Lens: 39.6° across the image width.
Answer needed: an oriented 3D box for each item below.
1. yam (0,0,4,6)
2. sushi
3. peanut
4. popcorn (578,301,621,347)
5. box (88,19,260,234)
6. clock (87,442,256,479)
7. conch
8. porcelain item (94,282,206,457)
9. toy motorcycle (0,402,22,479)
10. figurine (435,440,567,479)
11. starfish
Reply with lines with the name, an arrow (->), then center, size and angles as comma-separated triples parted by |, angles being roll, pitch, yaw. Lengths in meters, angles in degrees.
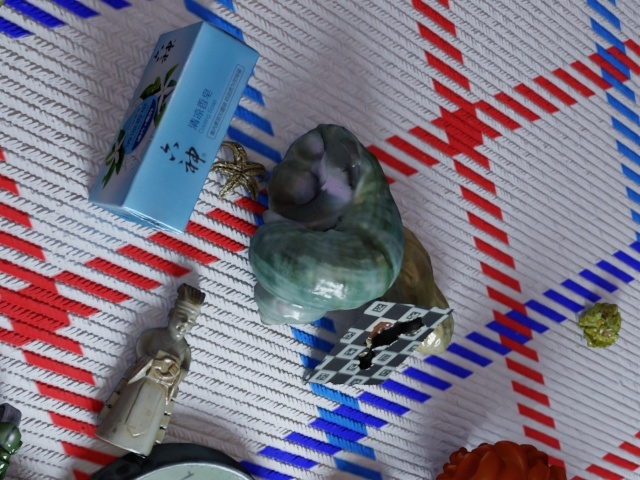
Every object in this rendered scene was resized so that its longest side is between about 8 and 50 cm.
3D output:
yam -> -0.405, -0.236, 0.916 | 0.107, 0.107, 0.194 | 44, 74, -26
sushi -> 0.071, 0.135, 1.218 | 0.139, 0.201, 0.031 | 8, 46, -33
peanut -> 0.127, 0.071, 1.255 | 0.090, 0.099, 0.214 | -41, 116, -32
popcorn -> 0.469, 0.142, 1.478 | 0.068, 0.059, 0.083 | 11, 98, -30
box -> -0.174, -0.130, 1.036 | 0.083, 0.143, 0.232 | 24, 83, -29
clock -> -0.191, 0.419, 1.129 | 0.319, 0.066, 0.318 | -3, 96, -30
conch -> 0.000, 0.000, 1.139 | 0.277, 0.220, 0.195 | -61, 160, 15
porcelain item -> -0.198, 0.156, 1.103 | 0.084, 0.054, 0.213 | 29, 80, -22
toy motorcycle -> -0.376, 0.334, 0.981 | 0.205, 0.127, 0.275 | 41, 79, -23
figurine -> 0.284, 0.459, 1.275 | 0.241, 0.306, 0.411 | -22, 111, 15
starfish -> -0.110, -0.088, 1.144 | 0.091, 0.028, 0.078 | 4, 95, -25
